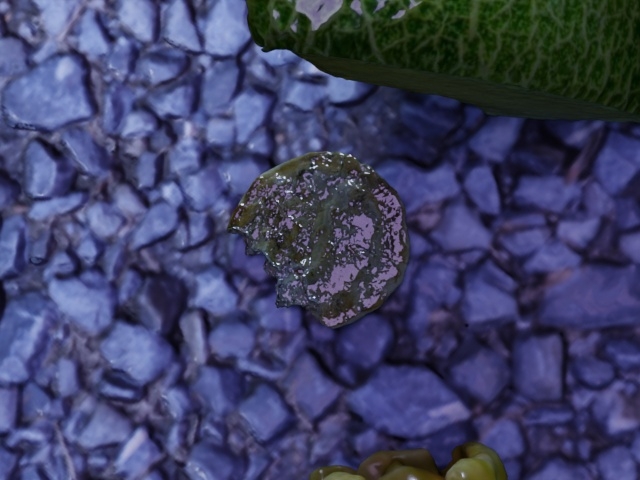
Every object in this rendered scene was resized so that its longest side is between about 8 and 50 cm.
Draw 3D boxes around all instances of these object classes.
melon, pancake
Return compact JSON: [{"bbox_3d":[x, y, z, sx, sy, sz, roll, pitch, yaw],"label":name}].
[{"bbox_3d":[0.105,-0.257,1.110,0.331,0.226,0.344,5,85,-15],"label":"melon"},{"bbox_3d":[0.004,-0.004,1.167,0.116,0.022,0.129,-34,76,0],"label":"pancake"}]

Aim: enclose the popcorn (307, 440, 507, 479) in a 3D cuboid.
[{"bbox_3d":[0.079,0.239,1.019,0.259,0.212,0.259,0,84,4],"label":"popcorn"}]
